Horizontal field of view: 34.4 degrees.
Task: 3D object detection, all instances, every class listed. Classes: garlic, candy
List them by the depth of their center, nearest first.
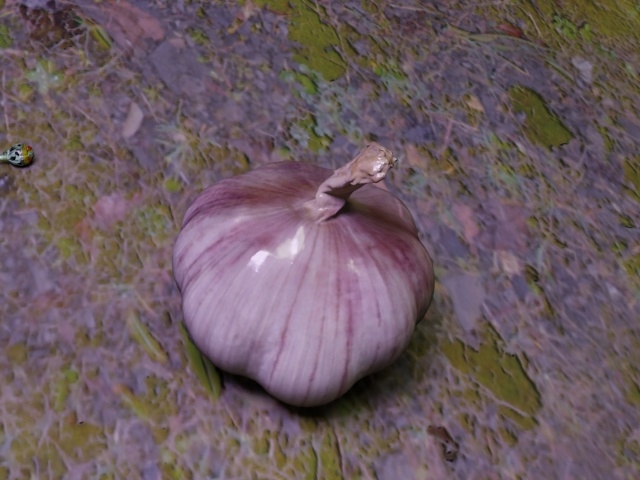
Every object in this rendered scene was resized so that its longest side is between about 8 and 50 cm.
[{"bbox_3d":[0.000,0.000,0.899,0.245,0.253,0.245,11,49,-13],"label":"garlic"},{"bbox_3d":[-0.338,-0.084,1.065,0.083,0.023,0.025,-10,58,-7],"label":"candy"}]
